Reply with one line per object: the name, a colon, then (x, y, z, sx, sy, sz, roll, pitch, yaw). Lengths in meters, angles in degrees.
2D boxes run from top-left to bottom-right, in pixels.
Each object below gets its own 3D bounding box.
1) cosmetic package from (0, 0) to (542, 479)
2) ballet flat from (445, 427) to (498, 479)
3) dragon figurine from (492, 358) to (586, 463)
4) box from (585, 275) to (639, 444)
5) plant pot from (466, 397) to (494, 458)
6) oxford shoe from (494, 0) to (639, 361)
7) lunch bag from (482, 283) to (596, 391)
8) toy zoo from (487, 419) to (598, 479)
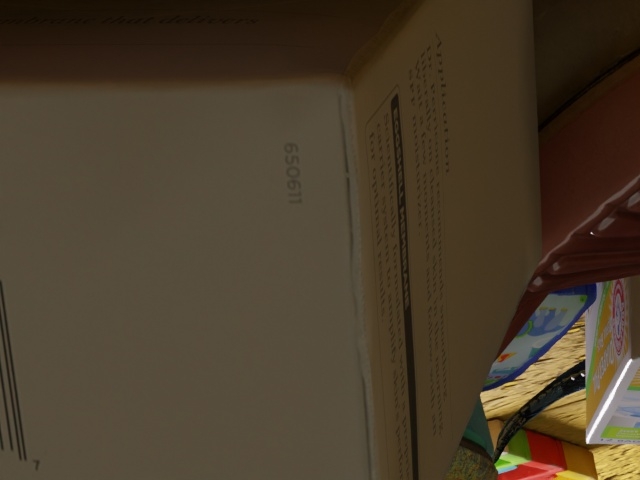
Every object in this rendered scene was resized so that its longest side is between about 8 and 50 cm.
cosmetic package: (-0.068, -0.015, 0.541, 0.224, 0.138, 0.224, 1, -159, 15)
ballet flat: (-0.072, 0.106, 1.012, 0.349, 0.123, 0.123, 23, 150, -22)
dragon figurine: (0.234, 0.066, 1.286, 0.289, 0.085, 0.144, -14, 162, 11)
box: (0.203, 0.038, 1.042, 0.114, 0.103, 0.203, 2, 163, 1)
plant pot: (-0.006, 0.130, 1.242, 0.166, 0.165, 0.234, 2, 154, -33)
oxford shoe: (0.000, 0.000, 0.756, 0.397, 0.146, 0.140, -37, 163, 26)
lunch bag: (0.057, 0.035, 1.074, 0.129, 0.096, 0.151, -1, 170, -26)
toy zoo: (0.127, 0.213, 1.782, 0.192, 0.030, 0.293, -18, 161, 23)
